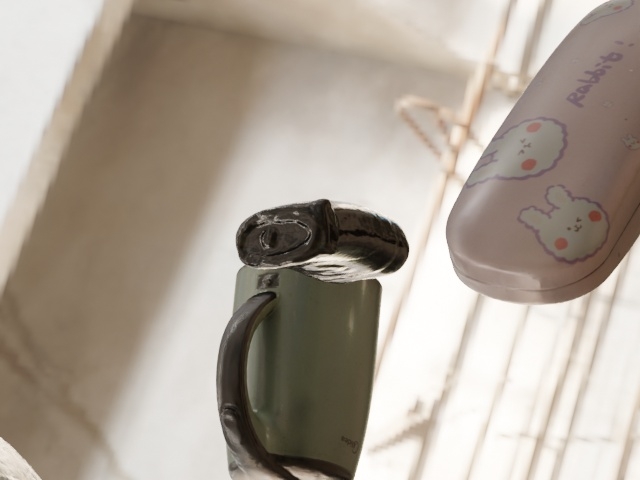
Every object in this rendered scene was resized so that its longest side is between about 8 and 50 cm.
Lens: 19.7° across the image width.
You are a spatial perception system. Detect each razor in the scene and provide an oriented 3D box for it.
[{"bbox_3d":[0.000,0.000,1.404,0.148,0.090,0.054,13,-113,-61],"label":"razor"}]

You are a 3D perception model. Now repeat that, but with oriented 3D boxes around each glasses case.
[{"bbox_3d":[0.185,-0.069,1.236,0.297,0.113,0.075,-53,-41,-36],"label":"glasses case"}]

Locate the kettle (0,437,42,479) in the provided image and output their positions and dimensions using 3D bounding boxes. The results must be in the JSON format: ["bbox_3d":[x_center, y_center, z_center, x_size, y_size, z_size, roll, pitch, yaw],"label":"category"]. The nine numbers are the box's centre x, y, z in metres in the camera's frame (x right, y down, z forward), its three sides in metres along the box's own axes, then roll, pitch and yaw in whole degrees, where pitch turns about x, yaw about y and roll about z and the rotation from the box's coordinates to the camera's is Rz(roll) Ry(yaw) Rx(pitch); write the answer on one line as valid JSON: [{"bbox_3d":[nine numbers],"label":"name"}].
[{"bbox_3d":[-0.307,0.282,1.420,0.243,0.210,0.160,-39,-32,5],"label":"kettle"}]

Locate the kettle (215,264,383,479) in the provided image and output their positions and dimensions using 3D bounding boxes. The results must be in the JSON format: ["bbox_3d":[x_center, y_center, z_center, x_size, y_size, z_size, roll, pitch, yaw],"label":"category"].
[{"bbox_3d":[-0.037,0.144,1.934,0.221,0.161,0.236,37,-127,-53],"label":"kettle"}]
